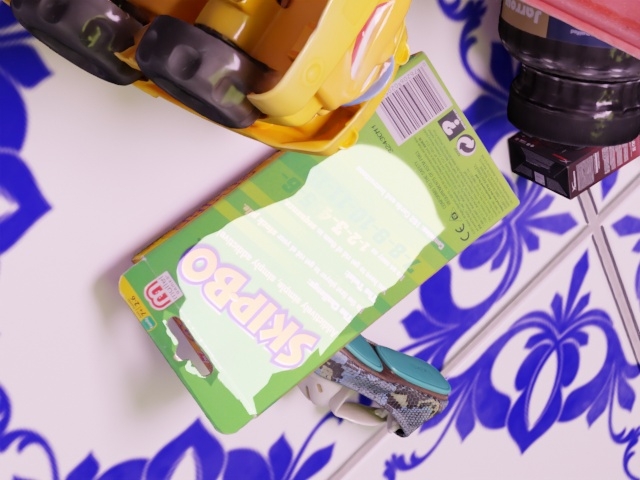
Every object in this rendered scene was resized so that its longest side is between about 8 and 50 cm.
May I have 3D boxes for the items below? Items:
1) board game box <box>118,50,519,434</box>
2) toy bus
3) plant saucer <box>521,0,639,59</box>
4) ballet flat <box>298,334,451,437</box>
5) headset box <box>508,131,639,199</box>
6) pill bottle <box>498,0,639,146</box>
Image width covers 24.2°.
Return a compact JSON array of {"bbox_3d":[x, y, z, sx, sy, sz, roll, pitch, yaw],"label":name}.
[{"bbox_3d":[0.000,0.000,0.954,0.259,0.039,0.124,-38,102,-22],"label":"board game box"},{"bbox_3d":[-0.029,-0.112,0.786,0.149,0.220,0.211,-57,141,-9],"label":"toy bus"},{"bbox_3d":[0.159,-0.262,0.878,0.259,0.258,0.048,-62,170,2],"label":"plant saucer"},{"bbox_3d":[0.021,0.095,1.041,0.188,0.070,0.070,33,88,-42],"label":"ballet flat"},{"bbox_3d":[0.190,-0.070,1.098,0.083,0.062,0.032,-31,130,-24],"label":"headset box"},{"bbox_3d":[0.184,-0.180,0.994,0.123,0.123,0.219,-13,119,-36],"label":"pill bottle"}]
